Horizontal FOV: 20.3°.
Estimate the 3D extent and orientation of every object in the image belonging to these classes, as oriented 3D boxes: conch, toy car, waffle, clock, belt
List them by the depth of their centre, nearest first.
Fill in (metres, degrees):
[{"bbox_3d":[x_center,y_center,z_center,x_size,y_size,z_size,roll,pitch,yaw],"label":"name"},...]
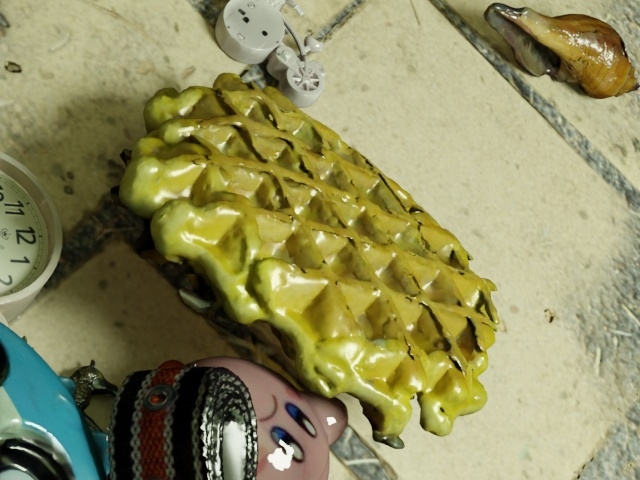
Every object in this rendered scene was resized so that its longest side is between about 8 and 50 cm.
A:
[{"bbox_3d":[-0.093,0.269,1.290,0.126,0.094,0.359,6,78,-57],"label":"belt"},{"bbox_3d":[-0.251,0.165,1.329,0.190,0.188,0.255,-13,62,-54],"label":"toy car"},{"bbox_3d":[-0.296,-0.001,1.476,0.155,0.063,0.229,2,60,-28],"label":"clock"},{"bbox_3d":[0.000,0.000,1.556,0.382,0.095,0.379,36,23,-9],"label":"waffle"},{"bbox_3d":[-0.041,-0.189,1.751,0.129,0.041,0.087,46,53,5],"label":"clock"},{"bbox_3d":[0.264,-0.211,1.920,0.233,0.086,0.080,23,54,-21],"label":"conch"}]

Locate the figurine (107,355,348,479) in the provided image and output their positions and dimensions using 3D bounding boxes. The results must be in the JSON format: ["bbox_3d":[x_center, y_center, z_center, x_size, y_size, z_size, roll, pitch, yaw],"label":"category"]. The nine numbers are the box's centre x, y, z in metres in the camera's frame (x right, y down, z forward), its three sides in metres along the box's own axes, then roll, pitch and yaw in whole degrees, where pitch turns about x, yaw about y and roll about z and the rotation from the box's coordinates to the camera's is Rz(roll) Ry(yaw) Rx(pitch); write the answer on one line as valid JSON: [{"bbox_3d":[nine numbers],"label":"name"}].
[{"bbox_3d":[-0.075,0.177,1.434,0.173,0.173,0.173,15,57,-24],"label":"figurine"}]

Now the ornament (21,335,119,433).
[{"bbox_3d":[-0.212,0.120,1.477,0.125,0.028,0.073,42,51,-6],"label":"ornament"}]
